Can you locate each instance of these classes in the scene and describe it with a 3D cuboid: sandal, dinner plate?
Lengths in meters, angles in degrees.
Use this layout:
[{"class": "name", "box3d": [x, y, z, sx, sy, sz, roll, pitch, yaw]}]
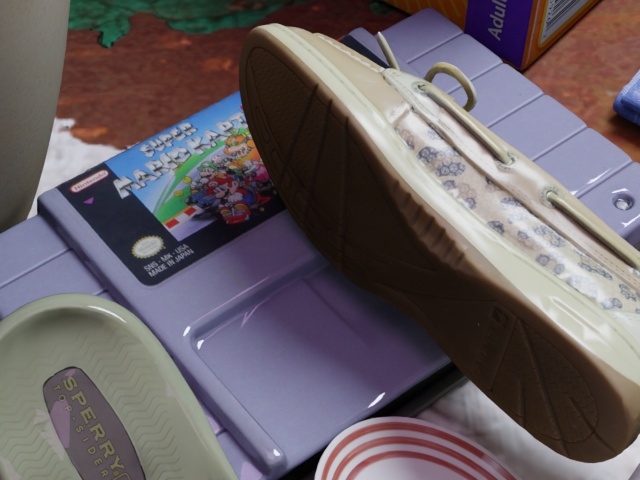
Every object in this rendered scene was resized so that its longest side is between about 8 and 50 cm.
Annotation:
[{"class": "sandal", "box3d": [-0.052, 0.152, 0.503, 0.120, 0.086, 0.302, -35, 82, -21]}, {"class": "dinner plate", "box3d": [0.058, 0.143, 0.568, 0.141, 0.017, 0.141, 22, 34, -16]}]

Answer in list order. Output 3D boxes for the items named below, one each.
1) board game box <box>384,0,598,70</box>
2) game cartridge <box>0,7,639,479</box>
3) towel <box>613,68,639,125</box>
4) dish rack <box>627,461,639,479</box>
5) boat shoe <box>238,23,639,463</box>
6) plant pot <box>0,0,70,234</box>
[{"class": "board game box", "box3d": [0.116, -0.415, 0.843, 0.356, 0.356, 0.356, 33, 57, 24]}, {"class": "game cartridge", "box3d": [0.000, 0.000, 0.691, 0.355, 0.068, 0.230, -31, 61, -24]}, {"class": "towel", "box3d": [0.353, -0.120, 0.809, 0.209, 0.034, 0.285, 34, 59, 23]}, {"class": "dish rack", "box3d": [0.266, 0.103, 0.435, 0.285, 0.332, 0.072, 40, 25, 31]}, {"class": "boat shoe", "box3d": [0.067, -0.014, 0.610, 0.089, 0.104, 0.285, -32, 67, -29]}, {"class": "plant pot", "box3d": [-0.239, -0.105, 0.632, 0.257, 0.274, 0.256, 0, 52, 0]}]
